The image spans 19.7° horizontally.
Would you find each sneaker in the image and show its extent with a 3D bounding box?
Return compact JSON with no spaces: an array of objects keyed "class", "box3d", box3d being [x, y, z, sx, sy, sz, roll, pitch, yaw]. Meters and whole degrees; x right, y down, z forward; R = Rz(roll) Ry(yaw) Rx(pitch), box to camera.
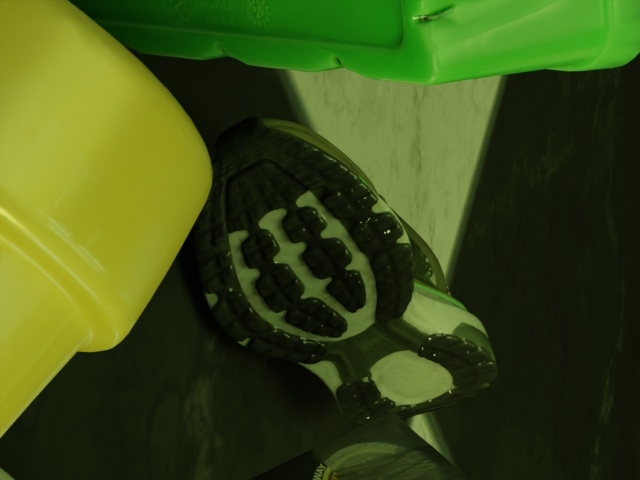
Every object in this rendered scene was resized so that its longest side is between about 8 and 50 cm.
[{"class":"sneaker","box3d":[0.000,0.000,1.425,0.410,0.158,0.182,53,14,-55]}]

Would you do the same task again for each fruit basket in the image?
[{"class":"fruit basket","box3d":[0.042,-0.222,1.123,0.392,0.392,0.282,-48,136,-58]}]

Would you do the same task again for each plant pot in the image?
[{"class":"plant pot","box3d":[-0.206,0.016,0.735,0.239,0.254,0.254,-63,151,-17]}]

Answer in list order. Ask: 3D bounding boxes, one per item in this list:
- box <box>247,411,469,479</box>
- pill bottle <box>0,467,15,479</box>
[{"class":"box","box3d":[-0.076,0.310,0.947,0.318,0.097,0.394,-21,134,-31]},{"class":"pill bottle","box3d":[-0.183,0.189,0.924,0.245,0.136,0.136,61,38,-53]}]
